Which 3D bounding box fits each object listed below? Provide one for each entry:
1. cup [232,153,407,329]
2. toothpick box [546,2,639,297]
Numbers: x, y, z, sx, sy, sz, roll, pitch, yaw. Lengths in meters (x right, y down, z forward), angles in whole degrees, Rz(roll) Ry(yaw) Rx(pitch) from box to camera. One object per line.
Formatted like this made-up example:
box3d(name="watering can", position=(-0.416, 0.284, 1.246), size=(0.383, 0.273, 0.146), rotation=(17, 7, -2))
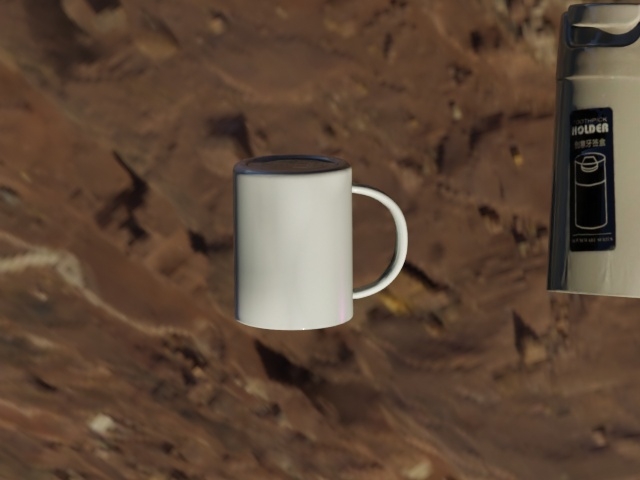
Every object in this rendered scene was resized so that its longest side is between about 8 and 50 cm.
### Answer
box3d(name="cup", position=(-0.008, -0.001, 1.616), size=(0.099, 0.136, 0.133), rotation=(12, 107, 50))
box3d(name="toothpick box", position=(0.201, -0.054, 1.244), size=(0.111, 0.111, 0.181), rotation=(4, 90, 12))
